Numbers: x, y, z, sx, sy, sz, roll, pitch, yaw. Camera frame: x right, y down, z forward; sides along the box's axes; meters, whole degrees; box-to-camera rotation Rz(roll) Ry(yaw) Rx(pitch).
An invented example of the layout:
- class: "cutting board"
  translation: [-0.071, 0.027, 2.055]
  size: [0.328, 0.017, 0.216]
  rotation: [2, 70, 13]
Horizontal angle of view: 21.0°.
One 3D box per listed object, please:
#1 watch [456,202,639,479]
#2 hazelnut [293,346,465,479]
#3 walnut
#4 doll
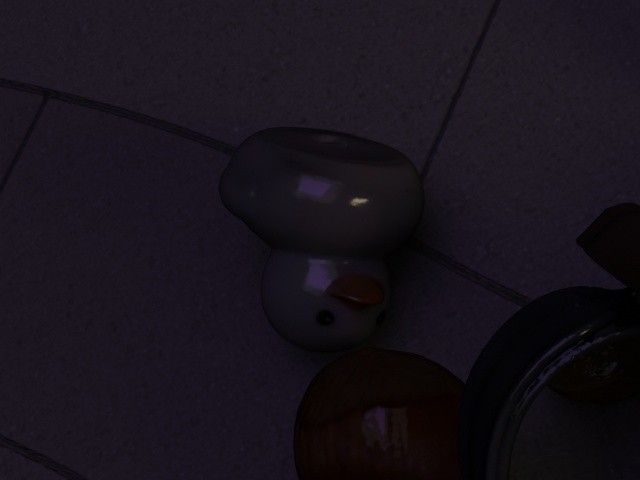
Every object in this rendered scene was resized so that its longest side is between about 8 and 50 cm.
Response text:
- class: "watch"
  translation: [0.297, 0.173, 1.444]
  size: [0.335, 0.314, 0.327]
  rotation: [26, 97, -8]
- class: "hazelnut"
  translation: [0.067, 0.201, 1.601]
  size: [0.176, 0.214, 0.214]
  rotation: [-4, 55, -24]
- class: "walnut"
  translation: [0.260, 0.105, 1.615]
  size: [0.124, 0.105, 0.105]
  rotation: [-10, 61, 28]
- class: "doll"
  translation: [0.000, 0.000, 1.746]
  size: [0.221, 0.221, 0.251]
  rotation: [-46, 35, -5]
